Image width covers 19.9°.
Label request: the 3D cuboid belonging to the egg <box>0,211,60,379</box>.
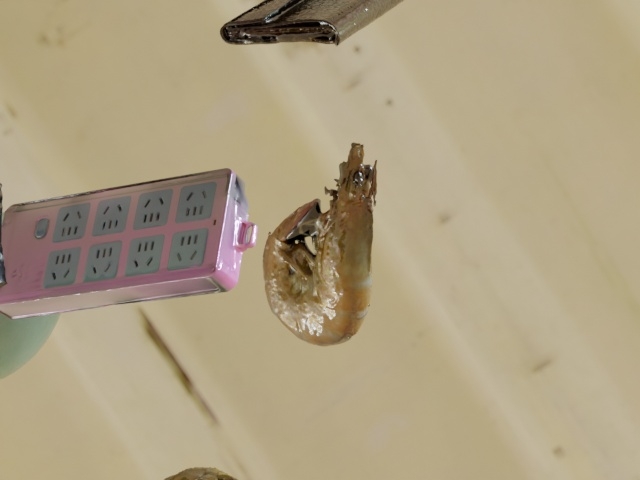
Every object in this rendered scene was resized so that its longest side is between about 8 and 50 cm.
[{"bbox_3d":[-0.378,0.064,2.075,0.168,0.168,0.231,-16,-150,44],"label":"egg"}]

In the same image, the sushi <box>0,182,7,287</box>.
[{"bbox_3d":[-0.370,-0.064,1.475,0.215,0.227,0.212,-22,-121,35],"label":"sushi"}]

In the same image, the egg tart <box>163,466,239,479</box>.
[{"bbox_3d":[-0.149,0.337,1.705,0.288,0.118,0.288,-34,-153,20],"label":"egg tart"}]

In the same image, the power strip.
[{"bbox_3d":[-0.184,0.005,1.652,0.279,0.037,0.109,-8,-120,29],"label":"power strip"}]

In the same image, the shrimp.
[{"bbox_3d":[0.000,0.000,2.217,0.152,0.287,0.063,22,-150,26],"label":"shrimp"}]

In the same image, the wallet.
[{"bbox_3d":[0.001,-0.252,1.956,0.133,0.039,0.243,5,-160,22],"label":"wallet"}]
